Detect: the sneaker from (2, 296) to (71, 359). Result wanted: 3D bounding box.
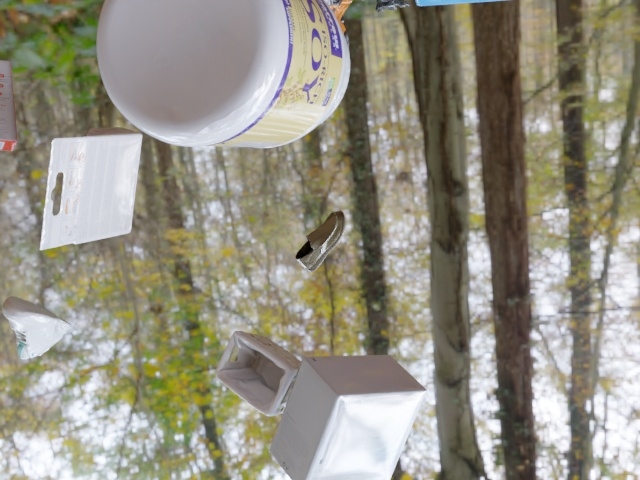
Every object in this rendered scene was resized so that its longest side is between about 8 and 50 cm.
[{"bbox_3d":[-0.503,0.161,1.496,0.080,0.094,0.212,30,169,12],"label":"sneaker"}]

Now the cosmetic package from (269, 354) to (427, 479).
[{"bbox_3d":[0.053,0.351,1.677,0.224,0.224,0.138,4,-157,-37],"label":"cosmetic package"}]

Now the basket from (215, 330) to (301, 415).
[{"bbox_3d":[-0.113,0.270,1.768,0.167,0.113,0.103,30,-170,32],"label":"basket"}]

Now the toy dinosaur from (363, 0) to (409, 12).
[{"bbox_3d":[0.055,-0.288,0.830,0.064,0.118,0.268,-2,-173,35],"label":"toy dinosaur"}]

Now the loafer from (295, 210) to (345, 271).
[{"bbox_3d":[0.000,0.000,1.759,0.050,0.148,0.056,21,-160,-32],"label":"loafer"}]

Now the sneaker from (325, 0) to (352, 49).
[{"bbox_3d":[-0.010,-0.419,1.503,0.121,0.262,0.099,19,-161,29],"label":"sneaker"}]

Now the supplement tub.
[{"bbox_3d":[-0.105,-0.241,1.121,0.241,0.240,0.331,-1,-174,19],"label":"supplement tub"}]

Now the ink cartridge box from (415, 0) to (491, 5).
[{"bbox_3d":[0.148,-0.332,0.581,0.198,0.270,0.197,1,-124,19],"label":"ink cartridge box"}]

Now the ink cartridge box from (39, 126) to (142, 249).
[{"bbox_3d":[-0.384,-0.089,1.398,0.056,0.180,0.225,17,-165,24],"label":"ink cartridge box"}]

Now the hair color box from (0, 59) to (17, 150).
[{"bbox_3d":[-0.522,-0.214,1.354,0.072,0.141,0.043,0,163,-31],"label":"hair color box"}]
